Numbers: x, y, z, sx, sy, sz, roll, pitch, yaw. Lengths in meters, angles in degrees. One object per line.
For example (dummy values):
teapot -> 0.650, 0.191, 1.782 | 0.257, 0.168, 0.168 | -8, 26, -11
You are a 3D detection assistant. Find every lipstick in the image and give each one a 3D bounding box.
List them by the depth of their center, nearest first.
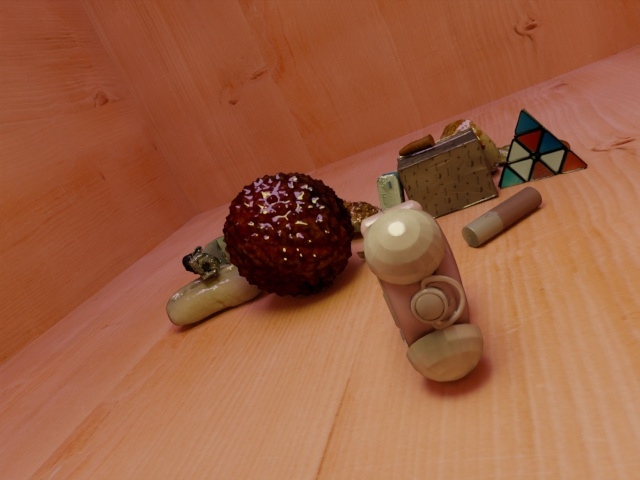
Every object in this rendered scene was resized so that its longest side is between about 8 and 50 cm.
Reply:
lipstick -> 0.529, -0.070, 1.400 | 0.254, 0.070, 0.070 | -30, 18, -17

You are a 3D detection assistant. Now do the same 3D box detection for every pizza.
pizza -> 0.147, -0.112, 1.944 | 0.226, 0.086, 0.335 | -7, 18, -3

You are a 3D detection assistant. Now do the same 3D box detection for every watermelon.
watermelon -> -0.367, 0.104, 2.083 | 0.290, 0.213, 0.320 | 1, -47, -41

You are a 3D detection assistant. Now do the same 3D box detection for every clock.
clock -> 0.199, 0.085, 0.979 | 0.184, 0.342, 0.326 | -27, 8, 12

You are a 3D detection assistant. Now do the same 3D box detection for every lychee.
lychee -> -0.117, -0.022, 1.576 | 0.425, 0.424, 0.500 | -34, 33, -27

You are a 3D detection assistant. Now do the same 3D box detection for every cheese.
cheese -> -0.392, 0.200, 1.774 | 0.351, 0.129, 0.328 | -8, 22, 49

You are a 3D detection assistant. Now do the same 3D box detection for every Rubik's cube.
Rubik's cube -> 0.728, -0.367, 1.633 | 0.284, 0.234, 0.250 | -9, 40, 39

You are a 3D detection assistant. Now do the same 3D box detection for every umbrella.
umbrella -> -0.473, 0.080, 1.861 | 0.106, 0.113, 0.358 | -52, 20, -16

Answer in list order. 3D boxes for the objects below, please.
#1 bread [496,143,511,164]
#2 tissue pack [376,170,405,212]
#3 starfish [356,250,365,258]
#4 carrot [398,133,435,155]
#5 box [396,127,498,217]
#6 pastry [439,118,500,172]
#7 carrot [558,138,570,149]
bread -> 0.757, -0.358, 1.954 | 0.149, 0.065, 0.187 | -21, 15, -4
tissue pack -> 0.267, -0.161, 1.780 | 0.089, 0.177, 0.263 | -10, 8, 12
starfish -> 0.233, -0.001, 1.619 | 0.236, 0.062, 0.277 | -25, 10, 5
carrot -> 0.341, -0.338, 1.736 | 0.139, 0.048, 0.048 | -17, 18, 37
box -> 0.447, -0.231, 1.727 | 0.297, 0.225, 0.190 | -20, 17, 19
pastry -> 0.567, -0.342, 1.907 | 0.170, 0.237, 0.256 | -46, 21, -4
carrot -> 0.876, -0.359, 1.810 | 0.061, 0.061, 0.209 | -20, 14, 15
